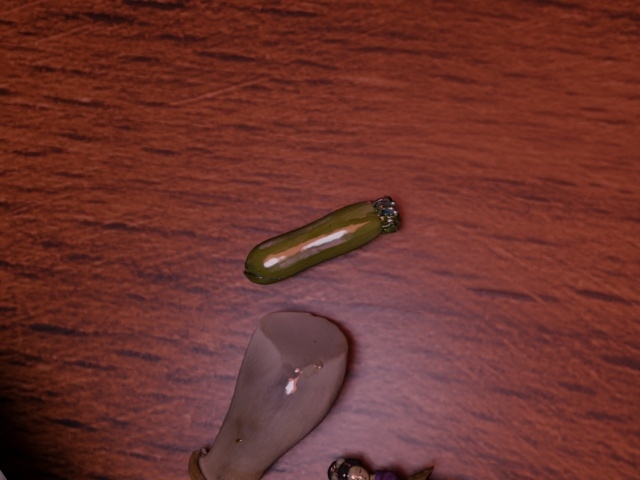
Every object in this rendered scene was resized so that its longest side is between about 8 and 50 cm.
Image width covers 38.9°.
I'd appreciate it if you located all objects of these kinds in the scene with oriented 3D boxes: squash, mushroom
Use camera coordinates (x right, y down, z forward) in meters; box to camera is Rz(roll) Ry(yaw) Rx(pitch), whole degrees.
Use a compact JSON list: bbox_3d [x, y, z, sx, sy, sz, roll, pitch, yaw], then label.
[{"bbox_3d":[0.000,0.000,0.989,0.183,0.052,0.052,-24,82,7],"label":"squash"},{"bbox_3d":[-0.052,0.186,0.969,0.116,0.093,0.225,29,100,32],"label":"mushroom"}]

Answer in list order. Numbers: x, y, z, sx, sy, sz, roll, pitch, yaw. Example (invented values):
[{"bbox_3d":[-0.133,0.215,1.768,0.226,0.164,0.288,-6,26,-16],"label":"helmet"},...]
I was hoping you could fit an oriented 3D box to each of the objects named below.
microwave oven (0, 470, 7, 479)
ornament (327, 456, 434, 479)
[{"bbox_3d":[-0.440,0.352,0.865,0.374,0.236,0.432,-31,79,-31],"label":"microwave oven"},{"bbox_3d":[0.101,0.272,0.936,0.203,0.081,0.088,14,87,10],"label":"ornament"}]
